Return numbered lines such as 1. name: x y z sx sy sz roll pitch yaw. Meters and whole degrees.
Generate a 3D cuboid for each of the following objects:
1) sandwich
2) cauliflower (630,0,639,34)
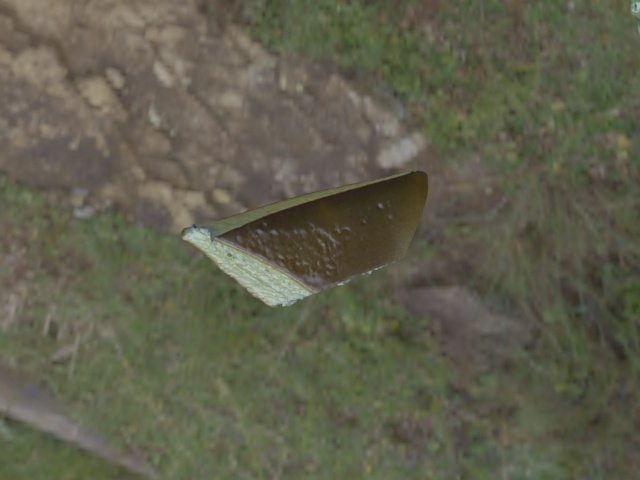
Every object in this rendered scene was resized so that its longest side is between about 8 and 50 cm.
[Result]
1. sandwich: 0.000 0.000 1.568 0.094 0.258 0.096 -16 92 54
2. cauliflower: 0.150 -0.211 0.804 0.250 0.272 0.275 -36 86 -11
